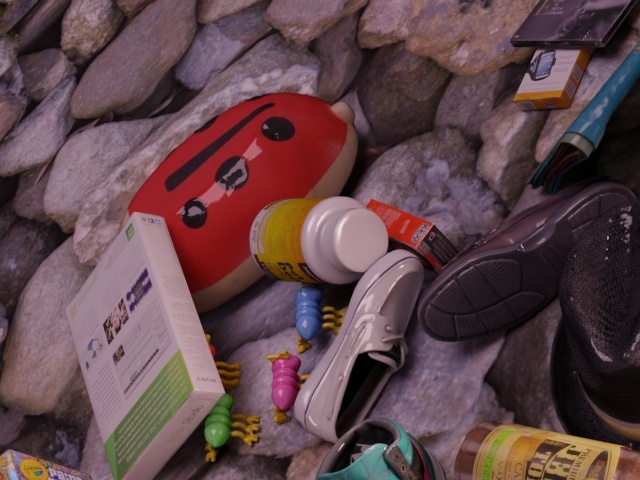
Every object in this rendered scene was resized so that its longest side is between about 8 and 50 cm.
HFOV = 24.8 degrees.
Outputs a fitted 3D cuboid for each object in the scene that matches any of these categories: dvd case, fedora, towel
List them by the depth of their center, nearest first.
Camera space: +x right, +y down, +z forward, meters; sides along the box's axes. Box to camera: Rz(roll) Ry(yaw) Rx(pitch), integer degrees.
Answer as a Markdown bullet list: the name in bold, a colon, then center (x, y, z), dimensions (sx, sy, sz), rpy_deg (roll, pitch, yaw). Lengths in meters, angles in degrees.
- **fedora**: center (0.353, 0.074, 1.579), dimensions (0.334, 0.152, 0.334), rpy_deg (-27, 39, 25)
- **towel**: center (0.399, -0.224, 1.790), dimensions (0.370, 0.040, 0.271), rpy_deg (-50, -5, -8)
- **dvd case**: center (0.385, -0.351, 2.048), dimensions (0.164, 0.018, 0.221), rpy_deg (9, 53, 49)

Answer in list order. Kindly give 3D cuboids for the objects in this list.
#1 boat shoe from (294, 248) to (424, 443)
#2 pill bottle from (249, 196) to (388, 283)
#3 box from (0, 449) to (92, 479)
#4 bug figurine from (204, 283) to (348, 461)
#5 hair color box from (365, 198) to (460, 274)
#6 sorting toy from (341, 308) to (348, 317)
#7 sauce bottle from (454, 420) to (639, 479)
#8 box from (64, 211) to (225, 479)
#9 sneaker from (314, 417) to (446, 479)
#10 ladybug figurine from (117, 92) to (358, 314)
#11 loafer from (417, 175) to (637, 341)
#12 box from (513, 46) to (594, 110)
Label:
- **boat shoe**: center (0.066, 0.137, 1.856), dimensions (0.088, 0.096, 0.267), rpy_deg (22, 74, 48)
- **pill bottle**: center (0.000, 0.000, 1.964), dimensions (0.117, 0.117, 0.215), rpy_deg (-58, 25, -17)
- **box**: center (-0.420, 0.473, 1.878), dimensions (0.290, 0.177, 0.279), rpy_deg (-34, 57, 16)
- **bug figurine**: center (-0.091, 0.175, 1.993), dimensions (0.279, 0.072, 0.216), rpy_deg (-28, 39, 22)
- **hair color box**: center (0.116, -0.005, 1.961), dimensions (0.043, 0.072, 0.141), rpy_deg (-52, 36, -10)
- **sorting toy**: center (0.062, 0.086, 1.957), dimensions (0.083, 0.045, 0.075), rpy_deg (-55, 29, -11)
- **sauce bottle**: center (0.293, 0.260, 1.493), dimensions (0.344, 0.111, 0.111), rpy_deg (3, 58, 47)
- **box**: center (-0.255, 0.154, 2.056), dimensions (0.232, 0.058, 0.322), rpy_deg (-50, 46, 33)
- **sneaker**: center (0.080, 0.307, 1.602), dimensions (0.124, 0.178, 0.295), rpy_deg (-34, 38, 16)
- **ladybug figurine**: center (-0.139, -0.071, 2.204), dimensions (0.449, 0.162, 0.305), rpy_deg (-41, 36, 6)
- **loafer**: center (0.252, 0.021, 1.794), dimensions (0.302, 0.109, 0.095), rpy_deg (-33, 19, 7)
- **box**: center (0.328, -0.241, 2.017), dimensions (0.081, 0.028, 0.136), rpy_deg (1, 54, 45)
